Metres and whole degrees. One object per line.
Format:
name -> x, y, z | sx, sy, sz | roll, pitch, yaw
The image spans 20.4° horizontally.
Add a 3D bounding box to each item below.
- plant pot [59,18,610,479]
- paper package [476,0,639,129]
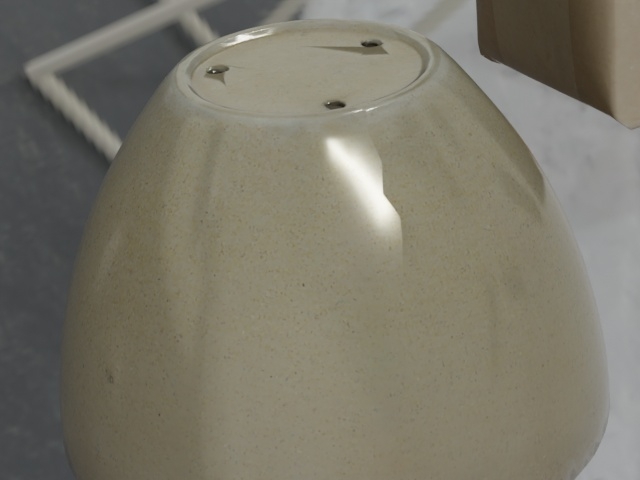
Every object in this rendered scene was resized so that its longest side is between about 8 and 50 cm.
plant pot -> 0.000, 0.000, 0.888 | 0.284, 0.284, 0.191 | -54, 144, -57
paper package -> 0.253, -0.266, 1.093 | 0.309, 0.168, 0.325 | -15, 115, -22
